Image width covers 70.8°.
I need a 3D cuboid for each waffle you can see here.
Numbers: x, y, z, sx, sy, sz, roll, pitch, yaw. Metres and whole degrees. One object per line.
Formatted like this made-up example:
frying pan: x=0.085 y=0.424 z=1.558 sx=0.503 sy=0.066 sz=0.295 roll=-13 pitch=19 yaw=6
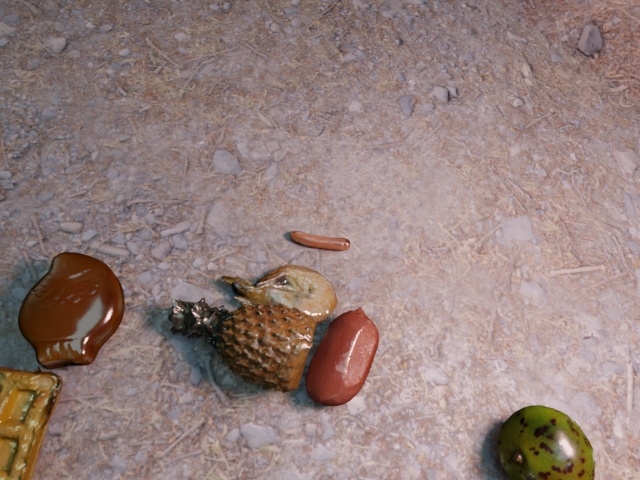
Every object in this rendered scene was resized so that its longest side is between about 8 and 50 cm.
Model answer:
waffle: x=-0.739 y=0.392 z=0.927 sx=0.349 sy=0.077 sz=0.304 roll=12 pitch=74 yaw=-4

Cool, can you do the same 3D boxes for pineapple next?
pineapple: x=-0.194 y=0.227 z=1.078 sx=0.362 sy=0.202 sz=0.202 roll=15 pitch=61 yaw=7

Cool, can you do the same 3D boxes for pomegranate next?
pomegranate: x=0.543 y=0.494 z=1.057 sx=0.263 sy=0.211 sz=0.211 roll=2 pitch=61 yaw=-31

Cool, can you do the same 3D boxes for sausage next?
sausage: x=0.062 y=0.286 z=1.114 sx=0.148 sy=0.148 sz=0.254 roll=20 pitch=63 yaw=1
sausage: x=0.000 y=0.001 z=1.306 sx=0.177 sy=0.040 sz=0.047 roll=8 pitch=63 yaw=-4

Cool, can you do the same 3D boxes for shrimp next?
shrimp: x=-0.107 y=0.127 z=1.212 sx=0.317 sy=0.077 sz=0.168 roll=19 pitch=52 yaw=-4

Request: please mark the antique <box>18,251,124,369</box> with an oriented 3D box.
antique: x=-0.587 y=0.166 z=1.074 sx=0.224 sy=0.129 sz=0.278 roll=-8 pitch=65 yaw=-13
